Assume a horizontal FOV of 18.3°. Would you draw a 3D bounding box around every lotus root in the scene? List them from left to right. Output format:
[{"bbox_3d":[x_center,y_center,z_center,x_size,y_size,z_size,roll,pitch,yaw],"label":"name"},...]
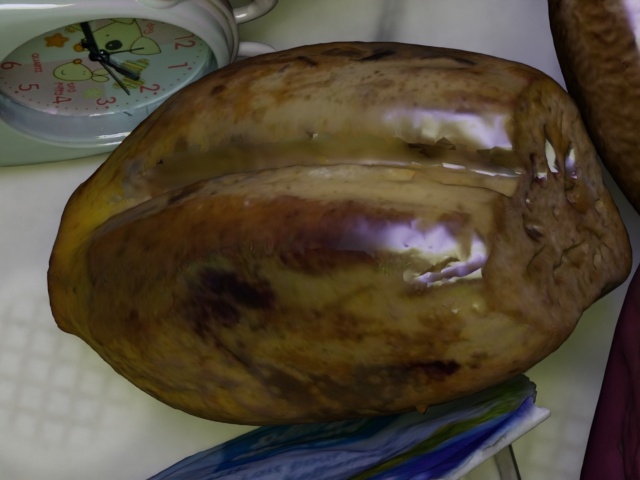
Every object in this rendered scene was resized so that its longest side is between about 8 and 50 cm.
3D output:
[{"bbox_3d":[-0.004,-0.007,0.995,0.291,0.193,0.193,-9,87,27],"label":"lotus root"}]

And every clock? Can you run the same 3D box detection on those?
[{"bbox_3d":[-0.116,-0.105,1.036,0.191,0.151,0.062,-8,62,-6],"label":"clock"}]

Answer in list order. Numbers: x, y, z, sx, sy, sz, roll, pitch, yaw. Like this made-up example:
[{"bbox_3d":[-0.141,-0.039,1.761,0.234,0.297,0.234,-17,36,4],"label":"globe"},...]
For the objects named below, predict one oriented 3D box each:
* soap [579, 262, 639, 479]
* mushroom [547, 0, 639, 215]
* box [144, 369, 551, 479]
[{"bbox_3d":[0.200,0.151,0.929,0.127,0.325,0.220,-3,54,-5],"label":"soap"},{"bbox_3d":[0.290,-0.109,0.998,0.345,0.239,0.345,1,91,25],"label":"mushroom"},{"bbox_3d":[0.030,0.199,0.961,0.262,0.291,0.206,-21,98,-3],"label":"box"}]
